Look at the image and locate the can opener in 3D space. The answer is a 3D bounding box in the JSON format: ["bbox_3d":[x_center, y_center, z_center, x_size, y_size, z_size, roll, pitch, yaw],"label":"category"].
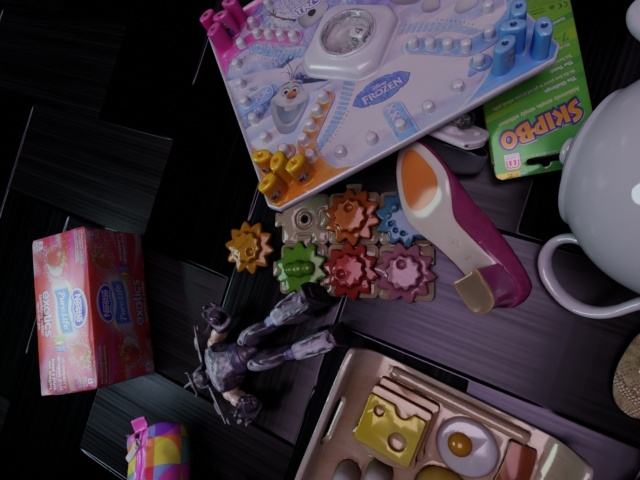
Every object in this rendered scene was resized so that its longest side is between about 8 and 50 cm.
[{"bbox_3d":[0.101,-0.175,0.585,0.280,0.074,0.093,34,135,24],"label":"can opener"}]

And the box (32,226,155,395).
[{"bbox_3d":[-0.385,0.117,0.712,0.122,0.128,0.257,-13,80,19],"label":"box"}]

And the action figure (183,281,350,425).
[{"bbox_3d":[-0.104,0.165,0.623,0.284,0.099,0.186,-30,82,18],"label":"action figure"}]

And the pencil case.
[{"bbox_3d":[-0.242,0.389,0.607,0.104,0.104,0.237,-28,53,15],"label":"pencil case"}]

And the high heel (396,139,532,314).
[{"bbox_3d":[0.188,-0.027,0.539,0.082,0.117,0.244,-47,61,42],"label":"high heel"}]

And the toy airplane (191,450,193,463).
[{"bbox_3d":[-0.260,0.420,0.690,0.151,0.028,0.151,-2,83,19],"label":"toy airplane"}]

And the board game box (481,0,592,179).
[{"bbox_3d":[0.276,-0.213,0.552,0.124,0.039,0.260,-9,80,19],"label":"board game box"}]

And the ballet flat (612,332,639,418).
[{"bbox_3d":[0.403,0.113,0.458,0.073,0.067,0.206,31,96,17],"label":"ballet flat"}]

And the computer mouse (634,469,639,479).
[{"bbox_3d":[0.367,0.317,0.465,0.106,0.042,0.193,36,97,20],"label":"computer mouse"}]

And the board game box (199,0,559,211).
[{"bbox_3d":[0.036,-0.287,0.575,0.389,0.050,0.390,-28,63,10],"label":"board game box"}]

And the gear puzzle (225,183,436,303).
[{"bbox_3d":[0.000,0.000,0.627,0.338,0.044,0.176,0,85,20],"label":"gear puzzle"}]

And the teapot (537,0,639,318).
[{"bbox_3d":[0.340,-0.065,0.429,0.256,0.252,0.187,-49,40,-6],"label":"teapot"}]

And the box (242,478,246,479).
[{"bbox_3d":[-0.095,0.568,0.593,0.293,0.073,0.296,35,97,20],"label":"box"}]

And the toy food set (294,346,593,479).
[{"bbox_3d":[0.133,0.299,0.525,0.305,0.092,0.220,22,93,20],"label":"toy food set"}]
